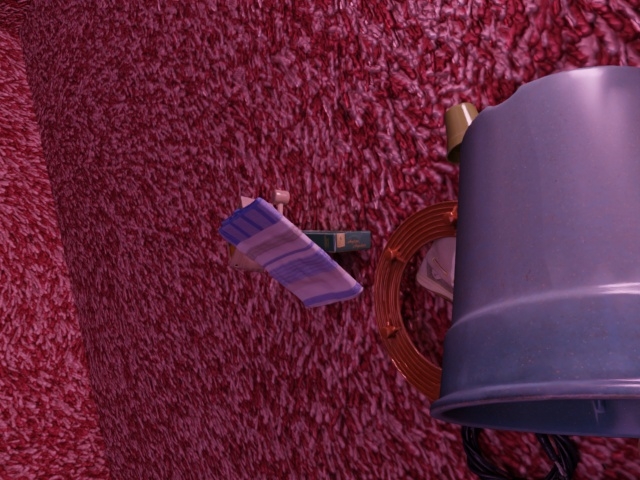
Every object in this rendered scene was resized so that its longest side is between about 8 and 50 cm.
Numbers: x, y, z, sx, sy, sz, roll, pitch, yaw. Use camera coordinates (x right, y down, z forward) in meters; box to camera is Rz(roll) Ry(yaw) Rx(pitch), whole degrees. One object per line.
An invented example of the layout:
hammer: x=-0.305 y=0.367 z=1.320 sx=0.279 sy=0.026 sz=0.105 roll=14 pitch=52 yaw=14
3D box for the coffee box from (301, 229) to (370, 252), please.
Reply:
coffee box: x=0.000 y=0.000 z=1.045 sx=0.184 sy=0.113 sz=0.040 roll=2 pitch=94 yaw=43

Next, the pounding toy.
pounding toy: x=-0.148 y=-0.033 z=1.150 sx=0.181 sy=0.094 sz=0.206 roll=-112 pitch=41 yaw=-55

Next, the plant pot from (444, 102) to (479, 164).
plant pot: x=0.239 y=-0.180 z=0.826 sx=0.083 sy=0.083 sz=0.079 roll=-30 pitch=60 yaw=42

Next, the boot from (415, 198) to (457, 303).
boot: x=0.265 y=0.033 z=0.815 sx=0.213 sy=0.077 sz=0.165 roll=28 pitch=110 yaw=40

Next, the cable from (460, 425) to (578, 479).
cable: x=0.309 y=0.333 z=0.810 sx=0.184 sy=0.047 sz=0.150 roll=18 pitch=101 yaw=46

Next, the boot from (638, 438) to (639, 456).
boot: x=0.486 y=0.207 z=0.593 sx=0.211 sy=0.104 sz=0.295 roll=-40 pitch=62 yaw=39

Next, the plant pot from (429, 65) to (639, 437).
plant pot: x=0.289 y=0.024 z=0.542 sx=0.341 sy=0.341 sz=0.334 roll=-20 pitch=57 yaw=44

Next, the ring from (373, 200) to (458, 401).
ring: x=0.203 y=0.103 z=0.805 sx=0.336 sy=0.032 sz=0.336 roll=-1 pitch=88 yaw=48

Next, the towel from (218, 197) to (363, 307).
towel: x=-0.067 y=0.038 z=1.026 sx=0.285 sy=0.034 sz=0.209 roll=42 pitch=149 yaw=-17
